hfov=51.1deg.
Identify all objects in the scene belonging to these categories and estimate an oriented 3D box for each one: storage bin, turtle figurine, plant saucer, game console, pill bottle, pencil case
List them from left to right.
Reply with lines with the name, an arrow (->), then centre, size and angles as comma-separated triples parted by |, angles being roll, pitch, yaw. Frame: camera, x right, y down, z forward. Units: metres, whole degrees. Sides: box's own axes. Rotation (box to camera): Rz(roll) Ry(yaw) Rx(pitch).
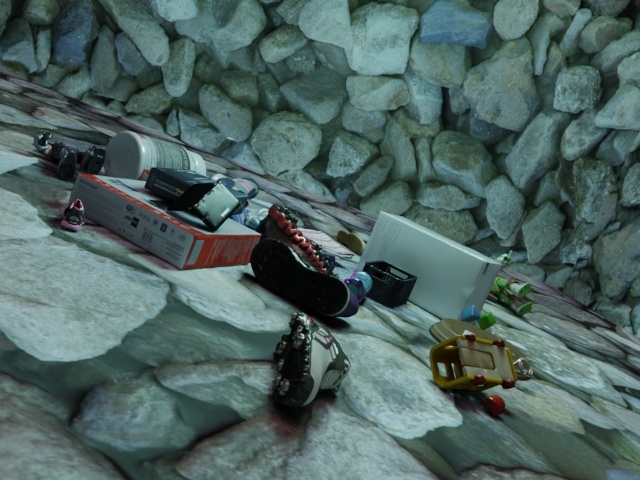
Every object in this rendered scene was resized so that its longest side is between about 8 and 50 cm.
pill bottle -> -0.482, -0.218, 1.986 | 0.161, 0.161, 0.283 | 28, 11, 31
game console -> -0.257, -0.075, 1.486 | 0.107, 0.071, 0.122 | 47, 41, -10
pencil case -> 0.095, 0.118, 1.741 | 0.070, 0.064, 0.151 | 59, 12, 3
storage bin -> 0.187, 0.121, 1.896 | 0.122, 0.084, 0.180 | 26, 9, 20
plant saucer -> 0.415, 0.271, 1.724 | 0.277, 0.041, 0.278 | 22, 10, -4
turtle figurine -> 0.746, 0.163, 2.633 | 0.274, 0.198, 0.266 | 13, 17, -31

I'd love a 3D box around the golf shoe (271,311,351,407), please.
golf shoe -> -0.004, 0.187, 1.030 | 0.120, 0.105, 0.273 | 29, 9, -5

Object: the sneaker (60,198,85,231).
sneaker -> -0.500, -0.059, 1.371 | 0.047, 0.057, 0.119 | 16, 10, -24

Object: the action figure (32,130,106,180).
action figure -> -0.677, -0.234, 1.826 | 0.185, 0.099, 0.285 | 5, 14, -35

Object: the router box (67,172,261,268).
router box -> -0.353, -0.045, 1.556 | 0.335, 0.082, 0.301 | 26, 10, 19

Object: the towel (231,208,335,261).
towel -> -0.127, -0.019, 2.120 | 0.335, 0.040, 0.243 | 18, 13, -17

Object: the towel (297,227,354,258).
towel -> 0.000, 0.000, 2.099 | 0.144, 0.029, 0.197 | 12, 16, -40

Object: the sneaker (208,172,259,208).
sneaker -> -0.283, -0.151, 2.328 | 0.131, 0.112, 0.319 | 43, 18, 16

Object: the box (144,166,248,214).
box -> -0.300, -0.120, 1.659 | 0.183, 0.059, 0.232 | 25, 10, 9

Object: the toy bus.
toy bus -> 0.314, 0.258, 1.365 | 0.202, 0.104, 0.191 | 52, 41, -6

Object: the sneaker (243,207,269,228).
sneaker -> -0.178, -0.057, 2.016 | 0.058, 0.052, 0.135 | 36, 23, 14

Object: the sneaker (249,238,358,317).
sneaker -> -0.038, 0.098, 1.525 | 0.283, 0.107, 0.124 | 32, -2, 29

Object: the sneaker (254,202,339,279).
sneaker -> -0.068, 0.040, 1.719 | 0.276, 0.135, 0.097 | 49, 3, 12

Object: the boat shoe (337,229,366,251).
boat shoe -> 0.127, 0.002, 2.482 | 0.059, 0.063, 0.170 | 10, 14, -32

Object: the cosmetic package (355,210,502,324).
cosmetic package -> 0.324, 0.082, 2.042 | 0.385, 0.217, 0.156 | 30, 12, 31
